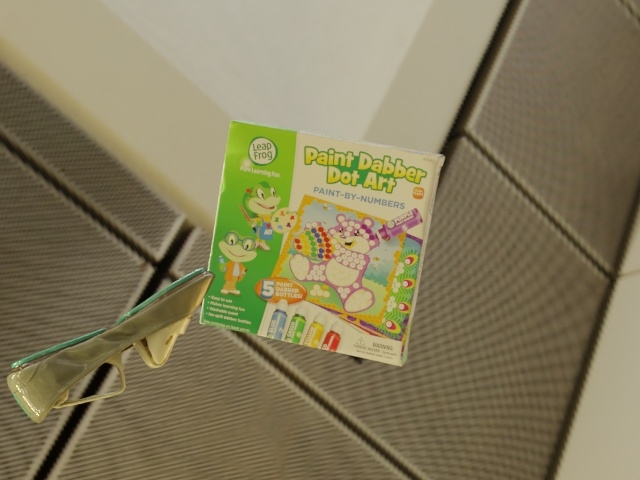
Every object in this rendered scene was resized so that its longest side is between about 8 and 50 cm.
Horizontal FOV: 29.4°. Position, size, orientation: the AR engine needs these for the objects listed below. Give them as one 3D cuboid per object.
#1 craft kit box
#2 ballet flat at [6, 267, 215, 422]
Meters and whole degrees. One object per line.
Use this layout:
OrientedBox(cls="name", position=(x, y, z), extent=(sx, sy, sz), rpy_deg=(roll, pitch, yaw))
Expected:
OrientedBox(cls="craft kit box", position=(0.000, 0.000, 1.417), extent=(0.061, 0.250, 0.246), rpy_deg=(-15, -65, -78))
OrientedBox(cls="ballet flat", position=(-0.179, 0.099, 1.115), extent=(0.213, 0.072, 0.068), rpy_deg=(-28, -93, -21))
